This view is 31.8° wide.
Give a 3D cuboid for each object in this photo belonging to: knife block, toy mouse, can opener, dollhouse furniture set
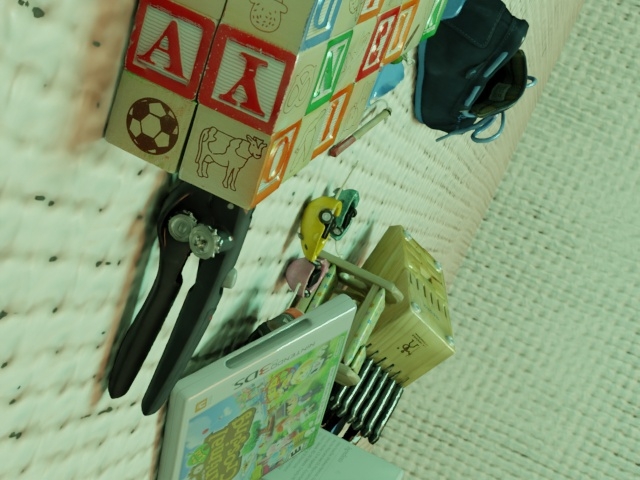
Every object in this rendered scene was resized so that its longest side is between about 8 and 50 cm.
[{"bbox_3d":[0.041,0.135,1.371,0.242,0.088,0.275,-36,-155,20],"label":"knife block"},{"bbox_3d":[0.000,0.000,1.105,0.161,0.031,0.143,-64,168,-1],"label":"toy mouse"},{"bbox_3d":[-0.087,0.035,0.720,0.186,0.059,0.073,-69,168,19],"label":"can opener"},{"bbox_3d":[0.004,0.132,1.227,0.181,0.101,0.161,-61,168,-18],"label":"dollhouse furniture set"}]

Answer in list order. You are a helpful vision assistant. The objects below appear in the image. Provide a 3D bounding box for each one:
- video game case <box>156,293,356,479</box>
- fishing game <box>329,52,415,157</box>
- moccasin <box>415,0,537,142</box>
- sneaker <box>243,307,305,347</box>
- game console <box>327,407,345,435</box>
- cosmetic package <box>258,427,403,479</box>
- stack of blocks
[{"bbox_3d":[-0.062,0.161,1.016,0.193,0.023,0.212,-26,146,-35],"label":"video game case"},{"bbox_3d":[0.084,-0.203,1.031,0.189,0.041,0.264,-43,156,-55],"label":"fishing game"},{"bbox_3d":[0.180,-0.181,1.304,0.137,0.117,0.342,-64,169,-3],"label":"moccasin"},{"bbox_3d":[-0.065,0.125,1.070,0.065,0.061,0.157,-8,137,-38],"label":"sneaker"},{"bbox_3d":[0.025,0.220,1.622,0.386,0.060,0.341,-37,150,-65],"label":"game console"},{"bbox_3d":[-0.034,0.292,1.191,0.151,0.184,0.151,-69,168,19],"label":"cosmetic package"},{"bbox_3d":[0.004,-0.151,0.658,0.297,0.087,0.171,-44,156,-61],"label":"stack of blocks"}]
